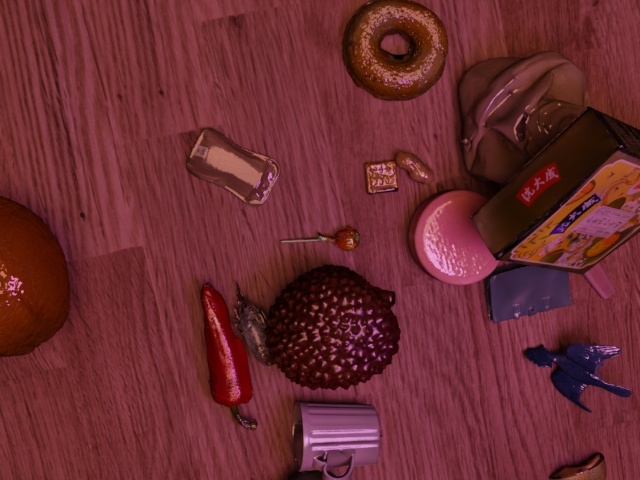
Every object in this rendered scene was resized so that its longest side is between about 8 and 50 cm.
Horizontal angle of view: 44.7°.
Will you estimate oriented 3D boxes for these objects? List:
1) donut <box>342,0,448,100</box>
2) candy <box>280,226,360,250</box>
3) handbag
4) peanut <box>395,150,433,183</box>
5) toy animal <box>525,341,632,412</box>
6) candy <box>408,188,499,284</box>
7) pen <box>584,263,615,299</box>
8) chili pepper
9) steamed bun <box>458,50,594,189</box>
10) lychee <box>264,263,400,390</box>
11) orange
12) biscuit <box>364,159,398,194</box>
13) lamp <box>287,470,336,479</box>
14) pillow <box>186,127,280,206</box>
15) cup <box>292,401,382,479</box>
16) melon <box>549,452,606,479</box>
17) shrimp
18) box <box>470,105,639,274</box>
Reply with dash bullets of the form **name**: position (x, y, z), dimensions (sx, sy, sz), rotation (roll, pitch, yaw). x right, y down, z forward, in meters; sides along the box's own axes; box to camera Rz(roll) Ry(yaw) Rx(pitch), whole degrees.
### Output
- **donut**: position (0.189, -0.475, 1.903), dimensions (0.272, 0.107, 0.272), rotation (0, 93, -6)
- **candy**: position (0.000, 0.000, 1.948), dimensions (0.200, 0.060, 0.061), rotation (-1, 95, 0)
- **handbag**: position (0.540, 0.128, 2.026), dimensions (0.221, 0.057, 0.144), rotation (-13, 103, -8)
- **peanut**: position (0.237, -0.183, 1.959), dimensions (0.113, 0.054, 0.054), rotation (39, 89, -7)
- **toy animal**: position (0.669, 0.340, 2.013), dimensions (0.176, 0.255, 0.239), rotation (-29, 140, -28)
- **candy**: position (0.349, -0.003, 1.965), dimensions (0.255, 0.094, 0.255), rotation (-1, 94, -8)
- **pen**: position (0.709, 0.068, 2.052), dimensions (0.053, 0.032, 0.197), rotation (-37, 101, -3)
- **chili pepper**: position (-0.232, 0.289, 1.905), dimensions (0.110, 0.110, 0.388), rotation (-11, 95, -7)
- **steamed bun**: position (0.523, -0.272, 1.889), dimensions (0.342, 0.255, 0.368), rotation (-4, 97, -9)
- **lychee**: position (0.034, 0.206, 1.842), dimensions (0.330, 0.306, 0.306), rotation (-34, 98, -9)
- **orange**: position (-0.723, 0.085, 1.722), dimensions (0.322, 0.322, 0.357), rotation (-36, 105, -4)
- **biscuit**: position (0.154, -0.159, 1.965), dimensions (0.083, 0.018, 0.081), rotation (-8, 95, -8)
- **lamp**: position (0.008, 0.701, 1.967), dimensions (0.182, 0.182, 0.314), rotation (-31, 131, -4)
- **pillow**: position (-0.215, -0.177, 1.906), dimensions (0.217, 0.033, 0.130), rotation (26, 94, -9)
- **cup**: position (0.039, 0.506, 1.918), dimensions (0.201, 0.167, 0.221), rotation (1, 62, -11)
- **melon**: position (0.709, 0.646, 2.073), dimensions (0.160, 0.079, 0.128), rotation (-24, 96, -6)
- **shrimp**: position (-0.163, 0.203, 1.925), dimensions (0.090, 0.079, 0.233), rotation (-21, 94, 31)
- **box**: position (0.613, -0.093, 1.790), dimensions (0.420, 0.138, 0.373), rotation (9, 136, -42)
